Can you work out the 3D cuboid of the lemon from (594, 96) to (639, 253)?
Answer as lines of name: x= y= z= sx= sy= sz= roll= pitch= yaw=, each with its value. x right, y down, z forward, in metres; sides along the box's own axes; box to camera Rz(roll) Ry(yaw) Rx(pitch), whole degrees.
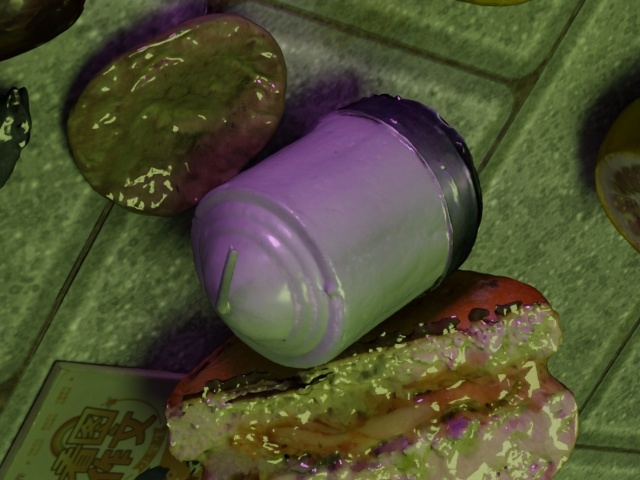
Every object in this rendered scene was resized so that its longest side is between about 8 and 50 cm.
lemon: x=0.475 y=-0.093 z=2.189 sx=0.219 sy=0.240 sz=0.240 roll=-39 pitch=142 yaw=-25

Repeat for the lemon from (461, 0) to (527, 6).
lemon: x=0.180 y=-0.356 z=1.661 sx=0.322 sy=0.268 sz=0.268 roll=-43 pitch=153 yaw=-54

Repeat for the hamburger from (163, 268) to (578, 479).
hamburger: x=0.070 y=0.172 z=2.003 sx=0.445 sy=0.287 sz=0.268 roll=-17 pitch=112 yaw=10

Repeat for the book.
book: x=-0.226 y=0.234 z=2.025 sx=0.295 sy=0.020 sz=0.208 roll=9 pitch=118 yaw=-45

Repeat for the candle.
candle: x=0.000 y=0.000 z=1.818 sx=0.342 sy=0.221 sz=0.221 roll=-33 pitch=142 yaw=-37

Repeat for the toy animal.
toy animal: x=-0.348 y=-0.062 z=1.631 sx=0.117 sy=0.121 sz=0.210 roll=26 pitch=88 yaw=-5

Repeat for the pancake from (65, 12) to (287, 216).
pancake: x=-0.146 y=-0.129 z=1.756 sx=0.242 sy=0.050 sz=0.242 roll=-19 pitch=136 yaw=-20

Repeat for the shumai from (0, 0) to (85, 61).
shumai: x=-0.291 y=-0.268 z=1.338 sx=0.309 sy=0.263 sz=0.304 roll=-35 pitch=142 yaw=-12
